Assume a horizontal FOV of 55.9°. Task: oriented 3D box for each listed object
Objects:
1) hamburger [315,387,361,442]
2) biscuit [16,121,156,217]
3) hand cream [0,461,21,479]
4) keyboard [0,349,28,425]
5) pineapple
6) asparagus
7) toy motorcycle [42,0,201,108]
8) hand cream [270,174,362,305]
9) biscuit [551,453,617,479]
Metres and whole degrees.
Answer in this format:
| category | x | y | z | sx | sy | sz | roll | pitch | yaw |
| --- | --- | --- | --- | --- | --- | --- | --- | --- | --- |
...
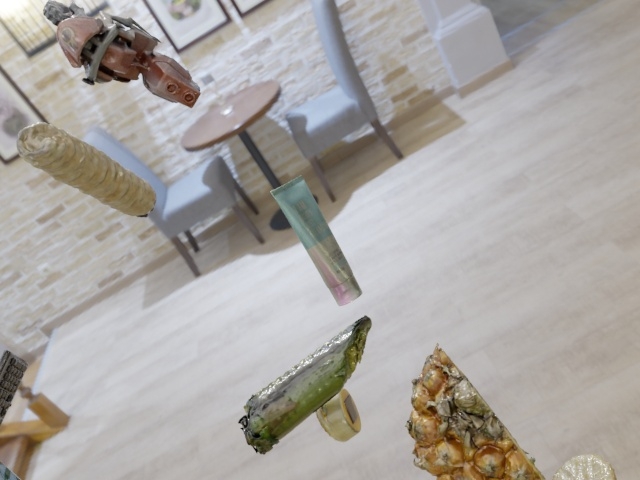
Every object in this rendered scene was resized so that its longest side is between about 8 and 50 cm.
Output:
| category | x | y | z | sx | sy | sz | roll | pitch | yaw |
| --- | --- | --- | --- | --- | --- | --- | --- | --- | --- |
| hamburger | 0.037 | 0.412 | 1.443 | 0.081 | 0.141 | 0.126 | -25 | 13 | 14 |
| biscuit | -0.265 | -0.077 | 0.719 | 0.061 | 0.219 | 0.055 | 20 | 83 | 21 |
| hand cream | -0.525 | 0.369 | 0.945 | 0.091 | 0.271 | 0.058 | -43 | 4 | 30 |
| keyboard | -0.477 | 0.280 | 0.837 | 0.017 | 0.087 | 0.251 | 15 | 64 | 2 |
| pineapple | 0.181 | 0.265 | 0.805 | 0.139 | 0.164 | 0.250 | -36 | 69 | 2 |
| asparagus | -0.014 | 0.315 | 1.347 | 0.382 | 0.108 | 0.128 | -36 | 22 | -8 |
| toy motorcycle | -0.247 | -0.229 | 0.765 | 0.084 | 0.212 | 0.118 | -54 | 32 | 17 |
| hand cream | 0.000 | 0.000 | 1.403 | 0.111 | 0.312 | 0.070 | -35 | 10 | -40 |
| biscuit | 0.674 | 0.653 | 1.566 | 0.220 | 0.033 | 0.220 | -49 | 12 | 14 |
